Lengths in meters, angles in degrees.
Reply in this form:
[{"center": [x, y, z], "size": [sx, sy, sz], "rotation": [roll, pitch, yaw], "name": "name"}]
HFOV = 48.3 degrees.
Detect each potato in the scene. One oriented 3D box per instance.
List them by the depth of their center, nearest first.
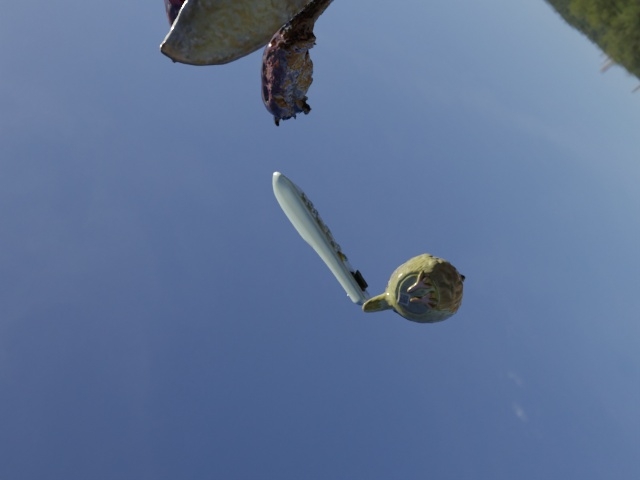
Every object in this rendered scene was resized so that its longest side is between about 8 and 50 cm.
[{"center": [-0.138, -0.422, 1.294], "size": [0.190, 0.264, 0.211], "rotation": [29, -157, -14], "name": "potato"}]

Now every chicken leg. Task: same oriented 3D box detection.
[{"center": [-0.028, -0.263, 0.989], "size": [0.106, 0.253, 0.051], "rotation": [-21, -121, -41], "name": "chicken leg"}]

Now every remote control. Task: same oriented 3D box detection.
[{"center": [0.001, 0.000, 1.320], "size": [0.293, 0.051, 0.103], "rotation": [55, -174, 11], "name": "remote control"}]

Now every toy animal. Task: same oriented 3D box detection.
[{"center": [0.130, 0.070, 0.967], "size": [0.098, 0.137, 0.098], "rotation": [44, -144, -45], "name": "toy animal"}]

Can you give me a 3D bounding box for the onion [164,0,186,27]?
[{"center": [-0.243, -0.475, 1.413], "size": [0.218, 0.140, 0.195], "rotation": [24, -112, -69], "name": "onion"}]
